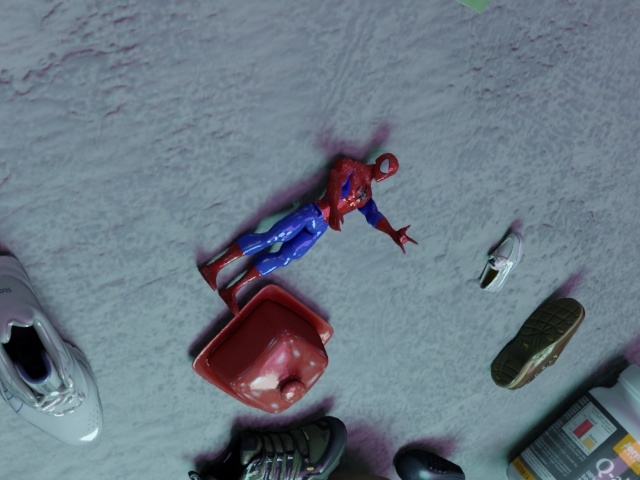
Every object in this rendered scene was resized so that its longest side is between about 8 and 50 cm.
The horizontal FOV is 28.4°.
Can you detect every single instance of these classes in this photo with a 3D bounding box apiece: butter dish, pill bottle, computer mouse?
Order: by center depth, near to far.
[{"bbox_3d":[-0.056,0.165,1.641,0.160,0.118,0.160,-45,132,6],"label":"butter dish"},{"bbox_3d":[0.223,0.390,1.960,0.242,0.041,0.071,24,121,-13],"label":"computer mouse"},{"bbox_3d":[0.449,0.339,2.041,0.278,0.162,0.162,-44,133,4],"label":"pill bottle"}]

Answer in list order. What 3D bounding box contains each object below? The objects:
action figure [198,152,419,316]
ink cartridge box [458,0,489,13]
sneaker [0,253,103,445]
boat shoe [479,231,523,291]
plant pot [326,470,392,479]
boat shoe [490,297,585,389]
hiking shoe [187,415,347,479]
[{"bbox_3d":[0.000,0.000,1.549,0.280,0.139,0.091,-40,135,-3],"label":"action figure"},{"bbox_3d":[0.127,-0.349,1.417,0.209,0.062,0.109,20,111,-39],"label":"ink cartridge box"},{"bbox_3d":[-0.329,0.154,1.462,0.111,0.129,0.297,-33,134,-9],"label":"sneaker"},{"bbox_3d":[0.253,0.031,1.789,0.035,0.035,0.100,1,128,-35],"label":"boat shoe"},{"bbox_3d":[0.015,0.421,1.875,0.237,0.110,0.237,-15,129,-20],"label":"plant pot"},{"bbox_3d":[0.335,0.157,1.913,0.060,0.064,0.178,24,114,-45],"label":"boat shoe"},{"bbox_3d":[-0.068,0.303,1.756,0.227,0.086,0.114,-30,136,-8],"label":"hiking shoe"}]
